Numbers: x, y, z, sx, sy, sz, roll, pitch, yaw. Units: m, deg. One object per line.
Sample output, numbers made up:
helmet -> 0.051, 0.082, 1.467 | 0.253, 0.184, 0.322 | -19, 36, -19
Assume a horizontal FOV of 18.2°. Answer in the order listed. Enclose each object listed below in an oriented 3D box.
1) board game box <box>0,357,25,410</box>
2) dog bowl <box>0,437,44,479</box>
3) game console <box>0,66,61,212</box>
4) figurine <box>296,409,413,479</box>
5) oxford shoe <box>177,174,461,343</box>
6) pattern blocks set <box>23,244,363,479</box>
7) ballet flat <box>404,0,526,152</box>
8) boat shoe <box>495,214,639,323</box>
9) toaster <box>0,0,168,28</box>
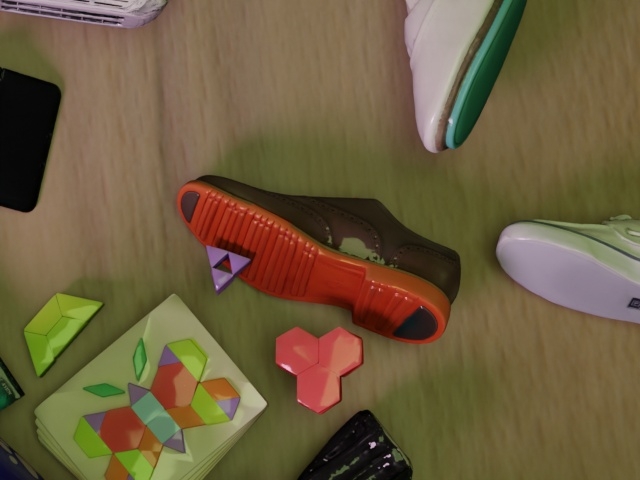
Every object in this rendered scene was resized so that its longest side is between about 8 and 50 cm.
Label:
board game box -> -0.366, 0.095, 1.771 | 0.126, 0.026, 0.186 | -34, 92, 2
dog bowl -> -0.349, 0.265, 1.648 | 0.265, 0.265, 0.104 | -49, 115, -9
game console -> -0.308, -0.096, 1.813 | 0.107, 0.071, 0.122 | 9, 83, 21
figurine -> 0.028, 0.300, 1.812 | 0.209, 0.092, 0.215 | -39, 93, -1
oxford shoe -> 0.000, 0.000, 1.833 | 0.271, 0.097, 0.098 | 26, 51, -2
pattern blocks set -> -0.147, 0.155, 1.781 | 0.285, 0.026, 0.325 | 34, 85, 8
ballet flat -> 0.154, -0.269, 1.856 | 0.139, 0.139, 0.400 | 30, 78, -6
boat shoe -> 0.289, 0.022, 1.874 | 0.258, 0.095, 0.084 | 19, 55, -11
toaster -> -0.222, -0.274, 1.781 | 0.227, 0.129, 0.146 | 8, 87, -10
